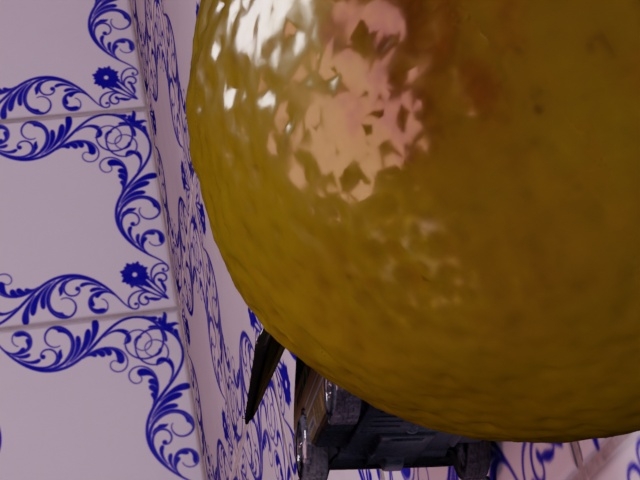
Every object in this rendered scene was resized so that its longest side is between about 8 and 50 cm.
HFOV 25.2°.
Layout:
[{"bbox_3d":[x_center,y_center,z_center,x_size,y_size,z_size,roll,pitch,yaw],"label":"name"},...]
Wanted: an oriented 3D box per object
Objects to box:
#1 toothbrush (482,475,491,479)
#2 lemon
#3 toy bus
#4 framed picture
[{"bbox_3d":[0.116,0.252,1.054,0.019,0.013,0.193,-103,12,-59],"label":"toothbrush"},{"bbox_3d":[0.077,-0.052,0.505,0.267,0.267,0.267,174,90,-78],"label":"lemon"},{"bbox_3d":[0.057,0.066,0.950,0.289,0.139,0.157,104,164,-68],"label":"toy bus"},{"bbox_3d":[0.000,0.000,1.084,0.339,0.014,0.255,105,-171,-74],"label":"framed picture"}]
